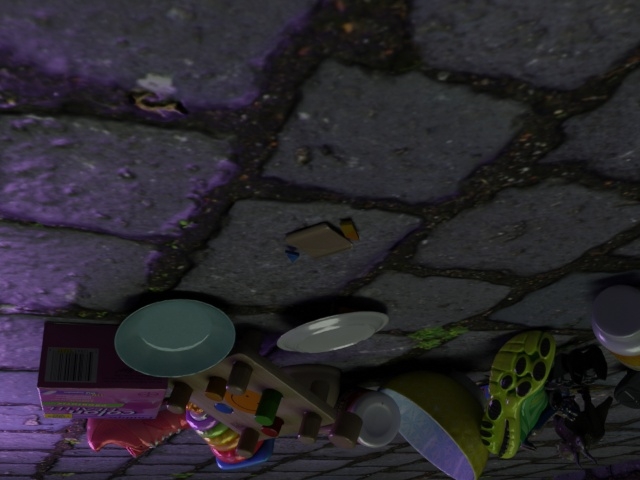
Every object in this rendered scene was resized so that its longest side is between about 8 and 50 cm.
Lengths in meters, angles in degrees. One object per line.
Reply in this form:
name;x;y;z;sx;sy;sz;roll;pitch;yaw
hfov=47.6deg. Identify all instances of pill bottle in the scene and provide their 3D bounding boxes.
pill bottle;0.082;0.395;1.653;0.121;0.121;0.221;7;172;-21
pill bottle;0.526;0.144;1.219;0.118;0.117;0.208;-17;151;28

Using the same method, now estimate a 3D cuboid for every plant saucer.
plant saucer;-0.239;0.152;1.197;0.195;0.037;0.194;-8;134;-8

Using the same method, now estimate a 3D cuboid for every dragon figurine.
dragon figurine;0.461;0.415;1.743;0.289;0.143;0.085;12;159;17

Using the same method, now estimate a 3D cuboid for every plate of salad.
plate of salad;0.020;0.151;1.261;0.200;0.048;0.200;-12;158;-5

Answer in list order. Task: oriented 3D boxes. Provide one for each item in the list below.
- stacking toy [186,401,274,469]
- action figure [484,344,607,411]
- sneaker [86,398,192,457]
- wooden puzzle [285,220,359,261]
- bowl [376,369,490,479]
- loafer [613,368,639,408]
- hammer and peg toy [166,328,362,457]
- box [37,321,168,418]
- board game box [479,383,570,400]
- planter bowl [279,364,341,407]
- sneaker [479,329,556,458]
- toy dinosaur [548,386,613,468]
stacking toy;-0.244;0.402;1.681;0.166;0.175;0.302;-17;141;22
action figure;0.485;0.312;1.596;0.186;0.099;0.285;13;149;-22
sneaker;-0.418;0.465;1.781;0.314;0.136;0.116;5;155;-16
wooden puzzle;0.000;0.000;0.974;0.117;0.014;0.078;-13;149;21
bowl;0.282;0.384;1.627;0.156;0.289;0.289;-42;165;-20
loafer;0.758;0.281;1.605;0.109;0.095;0.302;30;147;1
hammer and peg toy;-0.106;0.336;1.414;0.266;0.127;0.361;-24;125;39
box;-0.398;0.247;1.336;0.214;0.117;0.243;5;155;-16
board game box;0.491;0.385;1.829;0.160;0.039;0.212;19;147;-38
planter bowl;-0.032;0.348;1.607;0.162;0.109;0.162;-3;154;-1
sneaker;0.401;0.298;1.467;0.124;0.110;0.295;-22;132;-49
toy dinosaur;0.657;0.466;1.838;0.121;0.160;0.314;-25;166;35
